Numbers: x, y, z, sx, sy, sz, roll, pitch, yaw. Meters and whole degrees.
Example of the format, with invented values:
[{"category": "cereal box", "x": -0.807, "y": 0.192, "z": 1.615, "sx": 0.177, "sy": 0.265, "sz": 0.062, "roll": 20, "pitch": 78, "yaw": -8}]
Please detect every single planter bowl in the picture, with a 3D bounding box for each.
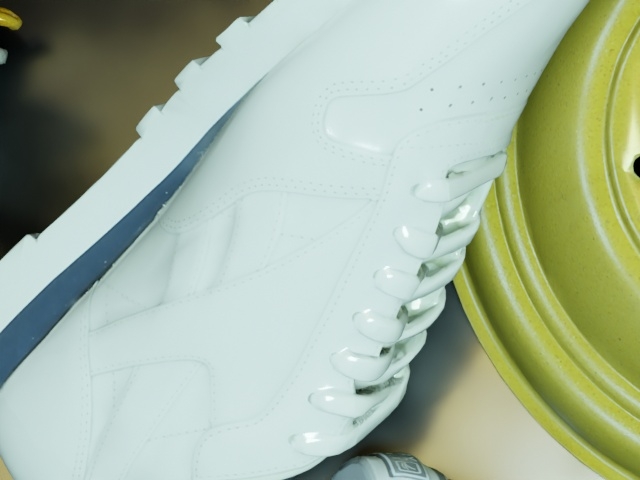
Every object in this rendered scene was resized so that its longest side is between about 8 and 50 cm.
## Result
[{"category": "planter bowl", "x": 0.125, "y": -0.025, "z": 0.450, "sx": 0.217, "sy": 0.090, "sz": 0.217, "roll": 0, "pitch": 89, "yaw": 16}]

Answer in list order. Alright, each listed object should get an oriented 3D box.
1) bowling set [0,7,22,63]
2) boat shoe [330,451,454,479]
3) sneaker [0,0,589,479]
[{"category": "bowling set", "x": -0.222, "y": 0.036, "z": 0.504, "sx": 0.287, "sy": 0.154, "sz": 0.200, "roll": -5, "pitch": 98, "yaw": 6}, {"category": "boat shoe", "x": 0.009, "y": 0.171, "z": 0.467, "sx": 0.076, "sy": 0.080, "sz": 0.229, "roll": 19, "pitch": 83, "yaw": -16}, {"category": "sneaker", "x": 0.000, "y": 0.000, "z": 0.461, "sx": 0.235, "sy": 0.090, "sz": 0.095, "roll": -45, "pitch": 73, "yaw": 31}]
